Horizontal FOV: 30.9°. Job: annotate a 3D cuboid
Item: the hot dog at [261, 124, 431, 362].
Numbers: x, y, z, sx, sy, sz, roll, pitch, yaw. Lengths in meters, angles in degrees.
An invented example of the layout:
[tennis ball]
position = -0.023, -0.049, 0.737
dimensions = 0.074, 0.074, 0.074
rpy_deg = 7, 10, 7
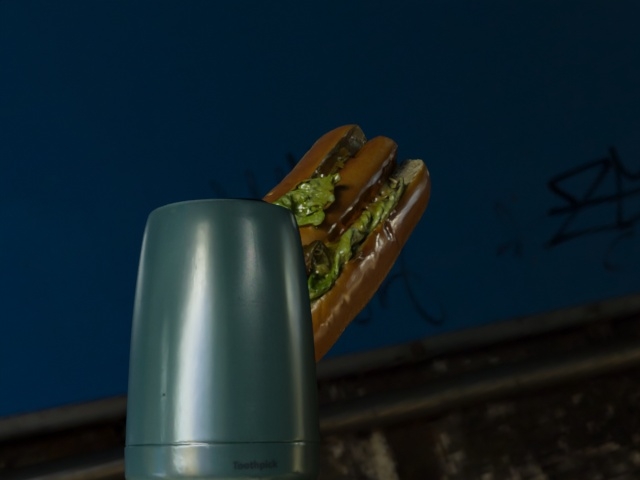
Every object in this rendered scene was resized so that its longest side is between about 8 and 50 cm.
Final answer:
[hot dog]
position = 0.000, 0.000, 1.045
dimensions = 0.337, 0.135, 0.100
rpy_deg = -51, -7, -46

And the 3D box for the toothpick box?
[toothpick box]
position = -0.062, 0.066, 0.724
dimensions = 0.120, 0.184, 0.120
rpy_deg = -2, -10, 0
